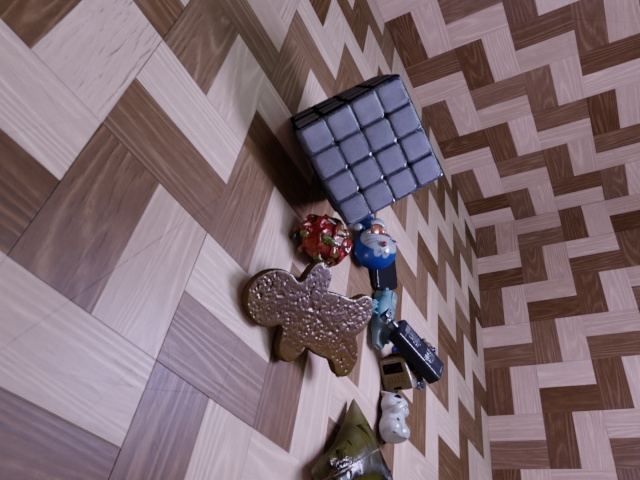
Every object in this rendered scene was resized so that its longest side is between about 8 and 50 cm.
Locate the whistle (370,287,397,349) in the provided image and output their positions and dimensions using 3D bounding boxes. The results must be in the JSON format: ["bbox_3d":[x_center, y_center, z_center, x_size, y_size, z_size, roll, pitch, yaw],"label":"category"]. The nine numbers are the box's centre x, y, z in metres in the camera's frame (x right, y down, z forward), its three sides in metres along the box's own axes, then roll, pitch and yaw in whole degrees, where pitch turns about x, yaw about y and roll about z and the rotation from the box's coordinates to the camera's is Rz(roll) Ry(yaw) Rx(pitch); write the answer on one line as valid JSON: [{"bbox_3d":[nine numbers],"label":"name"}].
[{"bbox_3d":[0.238,0.292,1.908,0.186,0.093,0.273,53,38,-34],"label":"whistle"}]

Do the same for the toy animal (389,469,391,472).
[{"bbox_3d":[0.165,0.696,1.598,0.229,0.066,0.224,47,38,-37],"label":"toy animal"}]

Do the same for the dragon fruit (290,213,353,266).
[{"bbox_3d":[0.000,0.000,1.529,0.172,0.166,0.160,45,19,-13],"label":"dragon fruit"}]

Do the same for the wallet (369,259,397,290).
[{"bbox_3d":[0.262,0.136,2.077,0.250,0.044,0.148,5,77,-63],"label":"wallet"}]

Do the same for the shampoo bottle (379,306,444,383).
[{"bbox_3d":[0.328,0.382,1.831,0.309,0.071,0.098,48,40,-5],"label":"shampoo bottle"}]

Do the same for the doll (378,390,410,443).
[{"bbox_3d":[0.262,0.627,1.770,0.110,0.107,0.180,38,43,-23],"label":"doll"}]

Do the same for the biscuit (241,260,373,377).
[{"bbox_3d":[-0.036,0.194,1.347,0.432,0.064,0.282,27,80,-35],"label":"biscuit"}]

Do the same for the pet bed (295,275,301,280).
[{"bbox_3d":[-0.035,0.195,1.461,0.201,0.054,0.201,36,47,-51],"label":"pet bed"}]

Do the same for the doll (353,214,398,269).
[{"bbox_3d":[0.214,-0.005,1.924,0.215,0.161,0.256,23,40,-25],"label":"doll"}]

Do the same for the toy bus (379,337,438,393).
[{"bbox_3d":[0.354,0.492,1.955,0.290,0.140,0.157,-7,79,-53],"label":"toy bus"}]

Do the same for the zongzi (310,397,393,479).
[{"bbox_3d":[0.062,0.572,1.416,0.274,0.145,0.299,35,31,-45],"label":"zongzi"}]

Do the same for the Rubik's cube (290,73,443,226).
[{"bbox_3d":[0.130,-0.295,1.577,0.344,0.344,0.337,61,2,-20],"label":"Rubik's cube"}]

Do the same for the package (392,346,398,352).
[{"bbox_3d":[0.354,0.497,2.103,0.171,0.027,0.173,-29,102,-59],"label":"package"}]
